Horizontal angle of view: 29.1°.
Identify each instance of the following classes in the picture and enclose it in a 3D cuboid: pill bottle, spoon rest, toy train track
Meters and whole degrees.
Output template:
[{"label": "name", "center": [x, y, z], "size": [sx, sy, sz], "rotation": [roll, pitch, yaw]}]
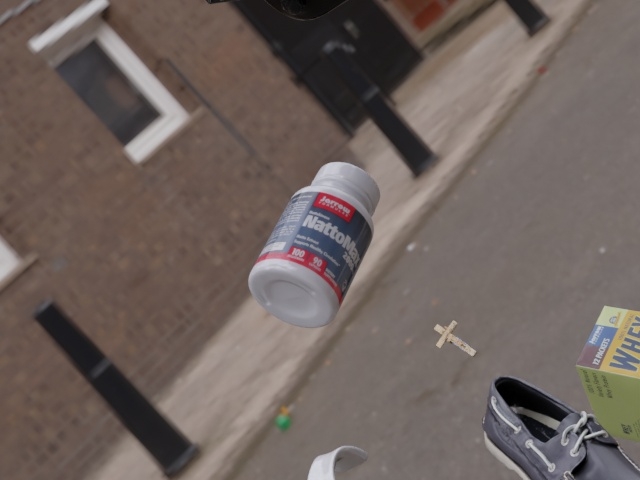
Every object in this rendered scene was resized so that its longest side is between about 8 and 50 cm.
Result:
[{"label": "pill bottle", "center": [0.000, 0.000, 1.407], "size": [0.108, 0.108, 0.180], "rotation": [-34, 24, 52]}, {"label": "spoon rest", "center": [0.021, 0.372, 1.544], "size": [0.137, 0.084, 0.276], "rotation": [-28, 38, 23]}, {"label": "toy train track", "center": [0.212, 0.157, 1.921], "size": [0.048, 0.083, 0.014], "rotation": [-54, -35, -1]}]

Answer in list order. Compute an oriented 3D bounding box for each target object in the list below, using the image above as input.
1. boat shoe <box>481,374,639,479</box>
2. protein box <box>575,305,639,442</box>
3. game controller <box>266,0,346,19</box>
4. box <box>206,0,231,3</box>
[{"label": "boat shoe", "center": [0.200, 0.170, 1.008], "size": [0.075, 0.065, 0.206], "rotation": [-17, 22, -24]}, {"label": "protein box", "center": [0.565, 0.236, 2.060], "size": [0.201, 0.200, 0.136], "rotation": [9, 52, 37]}, {"label": "game controller", "center": [-0.078, -0.322, 1.018], "size": [0.067, 0.319, 0.166], "rotation": [-53, 19, -24]}, {"label": "box", "center": [-0.162, -0.508, 2.148], "size": [0.175, 0.220, 0.051], "rotation": [-14, -34, -30]}]
